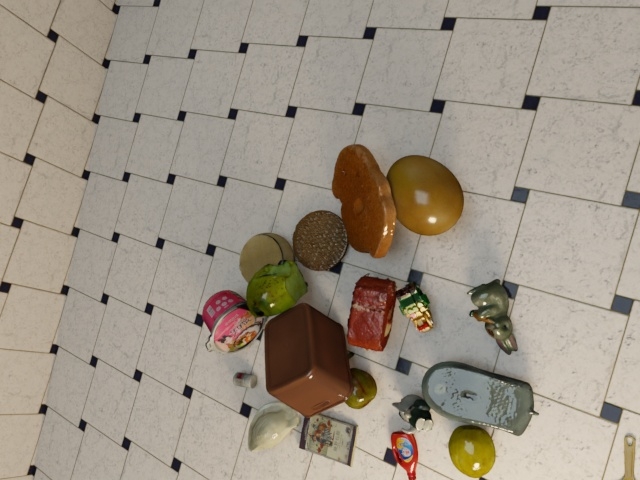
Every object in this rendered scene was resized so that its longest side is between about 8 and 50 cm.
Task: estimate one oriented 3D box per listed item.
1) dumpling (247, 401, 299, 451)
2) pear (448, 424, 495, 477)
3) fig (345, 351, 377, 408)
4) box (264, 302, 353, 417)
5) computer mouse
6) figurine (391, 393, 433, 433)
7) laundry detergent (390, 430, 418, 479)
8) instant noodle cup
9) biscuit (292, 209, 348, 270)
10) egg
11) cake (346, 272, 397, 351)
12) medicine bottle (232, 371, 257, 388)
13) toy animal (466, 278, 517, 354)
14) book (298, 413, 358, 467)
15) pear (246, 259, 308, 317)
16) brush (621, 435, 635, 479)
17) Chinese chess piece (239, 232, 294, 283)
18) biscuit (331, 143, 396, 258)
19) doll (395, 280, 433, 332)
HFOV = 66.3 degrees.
[{"bbox_3d":[-0.209,0.752,1.987,0.215,0.126,0.166,-49,48,16],"label":"dumpling"},{"bbox_3d":[0.497,0.689,1.609,0.149,0.149,0.162,-6,92,27],"label":"pear"},{"bbox_3d":[0.126,0.529,1.826,0.148,0.142,0.186,-38,79,-11],"label":"fig"},{"bbox_3d":[-0.054,0.433,1.812,0.240,0.229,0.339,-30,42,20],"label":"box"},{"bbox_3d":[0.528,0.516,1.630,0.371,0.122,0.188,12,87,21],"label":"computer mouse"},{"bbox_3d":[0.327,0.598,1.701,0.147,0.192,0.126,6,98,-9],"label":"figurine"},{"bbox_3d":[0.305,0.770,1.750,0.098,0.049,0.165,-17,76,32],"label":"laundry detergent"},{"bbox_3d":[-0.389,0.326,2.087,0.182,0.303,0.258,38,134,40],"label":"instant noodle cup"},{"bbox_3d":[0.000,0.000,2.031,0.262,0.037,0.261,-4,81,28],"label":"biscuit"},{"bbox_3d":[0.363,-0.165,1.744,0.250,0.250,0.322,-41,57,17],"label":"egg"},{"bbox_3d":[0.198,0.265,1.811,0.151,0.177,0.282,7,91,28],"label":"cake"},{"bbox_3d":[-0.324,0.600,2.100,0.091,0.058,0.058,1,83,28],"label":"medicine bottle"},{"bbox_3d":[0.591,0.264,1.640,0.127,0.125,0.251,-40,70,48],"label":"toy animal"},{"bbox_3d":[0.028,0.769,1.909,0.231,0.026,0.157,8,86,28],"label":"book"},{"bbox_3d":[-0.207,0.199,1.900,0.239,0.255,0.163,-17,100,22],"label":"pear"},{"bbox_3d":[0.920,0.687,1.459,0.083,0.011,0.205,1,82,29],"label":"brush"},{"bbox_3d":[-0.232,0.090,2.104,0.250,0.103,0.249,-4,82,28],"label":"Chinese chess piece"},{"bbox_3d":[0.162,-0.148,1.837,0.078,0.349,0.455,-10,69,-19],"label":"biscuit"},{"bbox_3d":[0.346,0.242,1.770,0.106,0.134,0.186,-29,77,20],"label":"doll"}]
